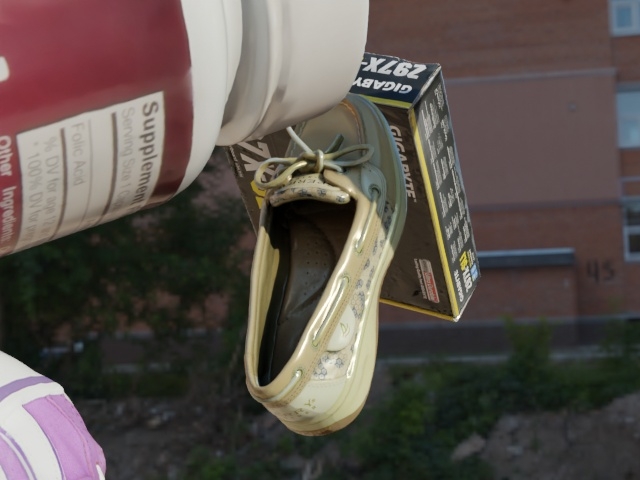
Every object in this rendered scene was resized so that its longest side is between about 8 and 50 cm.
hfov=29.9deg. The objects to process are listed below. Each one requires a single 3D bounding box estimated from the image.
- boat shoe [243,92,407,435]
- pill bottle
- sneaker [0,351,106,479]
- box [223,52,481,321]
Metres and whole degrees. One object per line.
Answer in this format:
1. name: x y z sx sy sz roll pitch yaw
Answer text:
1. boat shoe: 0.000 0.000 0.911 0.104 0.285 0.089 -11 -30 27
2. pill bottle: -0.185 -0.099 0.588 0.392 0.224 0.224 -22 6 -28
3. sneaker: -0.068 0.118 0.324 0.161 0.102 0.282 26 4 -3
4. box: 0.027 -0.067 1.314 0.257 0.079 0.322 16 -37 29
